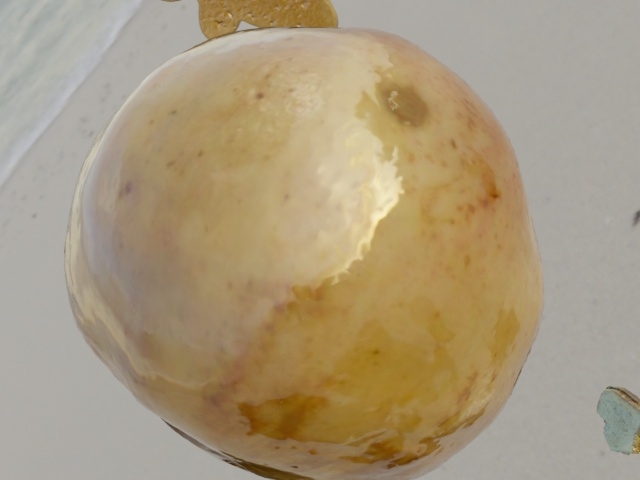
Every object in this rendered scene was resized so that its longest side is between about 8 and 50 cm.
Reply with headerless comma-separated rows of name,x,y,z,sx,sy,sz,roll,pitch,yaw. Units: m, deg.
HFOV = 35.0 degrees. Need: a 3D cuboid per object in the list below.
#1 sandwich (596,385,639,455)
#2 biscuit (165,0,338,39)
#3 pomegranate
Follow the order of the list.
sandwich,0.456,0.272,1.527,0.105,0.035,0.093,47,129,53
biscuit,-0.091,-0.297,1.140,0.035,0.240,0.158,-82,4,-68
pomegranate,0.000,0.000,0.692,0.338,0.338,0.338,-36,28,23
